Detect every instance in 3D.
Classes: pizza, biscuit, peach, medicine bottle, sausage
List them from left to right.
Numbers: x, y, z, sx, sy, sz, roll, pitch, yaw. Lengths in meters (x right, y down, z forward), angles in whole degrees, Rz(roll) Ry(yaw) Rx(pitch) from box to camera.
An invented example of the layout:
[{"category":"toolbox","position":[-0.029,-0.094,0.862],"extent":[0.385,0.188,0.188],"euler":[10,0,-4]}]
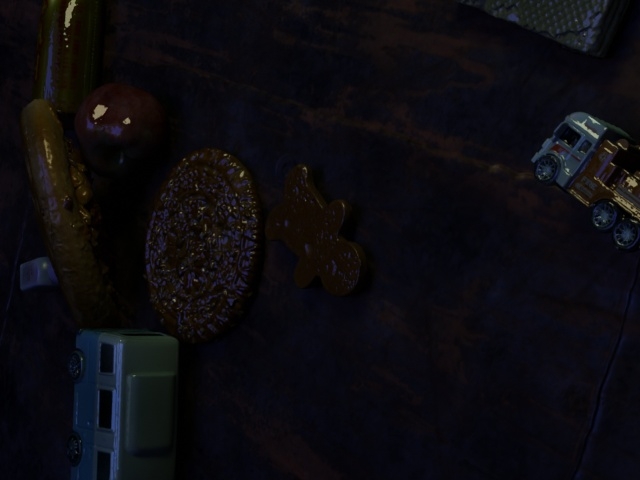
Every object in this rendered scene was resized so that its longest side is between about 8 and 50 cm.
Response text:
[{"category":"medicine bottle","position":[-0.480,0.059,1.945],"extent":[0.118,0.074,0.055],"euler":[-16,73,48]},{"category":"sausage","position":[-0.445,-0.356,1.927],"extent":[0.125,0.117,0.318],"euler":[-2,83,56]},{"category":"pizza","position":[-0.414,-0.030,1.795],"extent":[0.278,0.114,0.409],"euler":[-167,63,-78]},{"category":"peach","position":[-0.315,-0.183,1.756],"extent":[0.152,0.152,0.152],"euler":[-9,78,49]},{"category":"biscuit","position":[-0.185,0.008,1.633],"extent":[0.305,0.038,0.305],"euler":[-9,78,49]},{"category":"biscuit","position":[0.000,0.000,1.421],"extent":[0.205,0.031,0.138],"euler":[48,121,42]},{"category":"biscuit","position":[0.235,-0.302,1.173],"extent":[0.252,0.052,0.150],"euler":[39,113,45]}]

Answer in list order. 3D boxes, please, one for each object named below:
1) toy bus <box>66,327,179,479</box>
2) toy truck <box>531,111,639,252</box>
[{"category":"toy bus","position":[-0.292,0.270,1.643],"extent":[0.164,0.133,0.272],"euler":[-2,86,51]},{"category":"toy truck","position":[0.297,-0.064,1.045],"extent":[0.178,0.080,0.115],"euler":[46,114,41]}]
